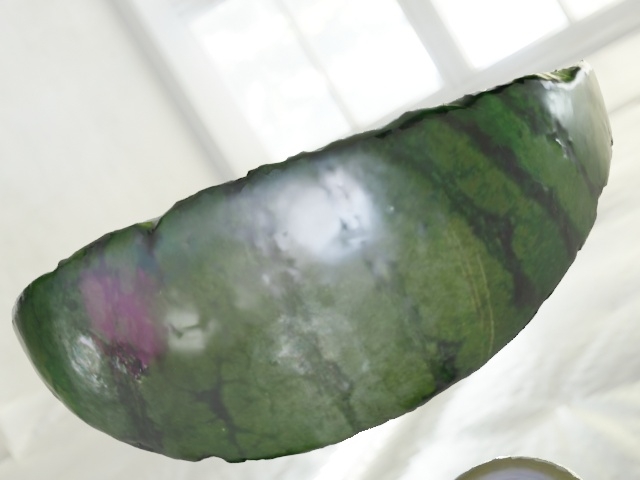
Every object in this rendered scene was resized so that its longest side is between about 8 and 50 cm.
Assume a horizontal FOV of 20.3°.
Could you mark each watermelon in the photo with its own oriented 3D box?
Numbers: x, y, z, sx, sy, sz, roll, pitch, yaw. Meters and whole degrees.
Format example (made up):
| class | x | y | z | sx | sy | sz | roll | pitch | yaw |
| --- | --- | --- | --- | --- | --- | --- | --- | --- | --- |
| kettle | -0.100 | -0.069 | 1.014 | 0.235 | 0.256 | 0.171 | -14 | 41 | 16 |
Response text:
| class | x | y | z | sx | sy | sz | roll | pitch | yaw |
| --- | --- | --- | --- | --- | --- | --- | --- | --- | --- |
| watermelon | -0.002 | -0.005 | 0.470 | 0.181 | 0.075 | 0.092 | -22 | -141 | 0 |

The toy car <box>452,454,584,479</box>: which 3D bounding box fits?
| class | x | y | z | sx | sy | sz | roll | pitch | yaw |
| --- | --- | --- | --- | --- | --- | --- | --- | --- | --- |
| toy car | 0.194 | 0.233 | 0.834 | 0.336 | 0.242 | 0.226 | -9 | -130 | 6 |
